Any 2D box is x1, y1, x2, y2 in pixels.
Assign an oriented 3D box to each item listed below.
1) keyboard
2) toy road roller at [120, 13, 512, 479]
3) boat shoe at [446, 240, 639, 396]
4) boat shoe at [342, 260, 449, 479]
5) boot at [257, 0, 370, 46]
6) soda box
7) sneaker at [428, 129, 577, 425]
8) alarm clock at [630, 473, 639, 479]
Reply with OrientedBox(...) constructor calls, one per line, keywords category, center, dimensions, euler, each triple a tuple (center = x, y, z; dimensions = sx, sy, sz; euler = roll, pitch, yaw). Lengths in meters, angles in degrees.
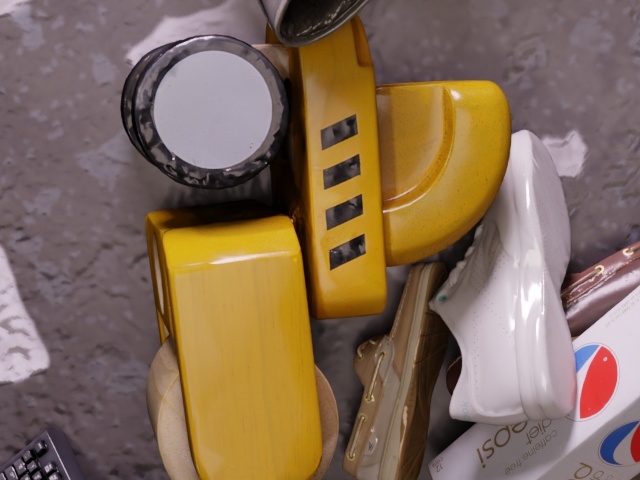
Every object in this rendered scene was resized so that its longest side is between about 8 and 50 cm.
OrientedBox(category="keyboard", center=(-0.170, 0.218, 1.081), dimensions=(0.108, 0.023, 0.180), euler=(-36, 62, 6))
OrientedBox(category="toy road roller", center=(0.000, 0.000, 1.011), dimensions=(0.240, 0.202, 0.330), euler=(-5, 97, -9))
OrientedBox(category="boat shoe", center=(0.181, 0.057, 1.082), dimensions=(0.207, 0.073, 0.073), euler=(-23, 58, 2))
OrientedBox(category="boat shoe", center=(0.050, 0.094, 1.089), dimensions=(0.059, 0.063, 0.170), euler=(13, 92, 25))
OrientedBox(category="boot", center=(0.000, -0.242, 0.930), dimensions=(0.076, 0.208, 0.190), euler=(22, 115, -35))
OrientedBox(category="soda box", center=(0.176, 0.128, 1.042), dimensions=(0.069, 0.074, 0.216), euler=(26, 122, -35))
OrientedBox(category="sneaker", center=(0.117, 0.022, 1.040), dimensions=(0.094, 0.080, 0.212), euler=(-12, 57, 28))
OrientedBox(category="alarm clock", center=(0.257, 0.148, 1.094), dimensions=(0.129, 0.064, 0.192), euler=(27, 95, -3))
